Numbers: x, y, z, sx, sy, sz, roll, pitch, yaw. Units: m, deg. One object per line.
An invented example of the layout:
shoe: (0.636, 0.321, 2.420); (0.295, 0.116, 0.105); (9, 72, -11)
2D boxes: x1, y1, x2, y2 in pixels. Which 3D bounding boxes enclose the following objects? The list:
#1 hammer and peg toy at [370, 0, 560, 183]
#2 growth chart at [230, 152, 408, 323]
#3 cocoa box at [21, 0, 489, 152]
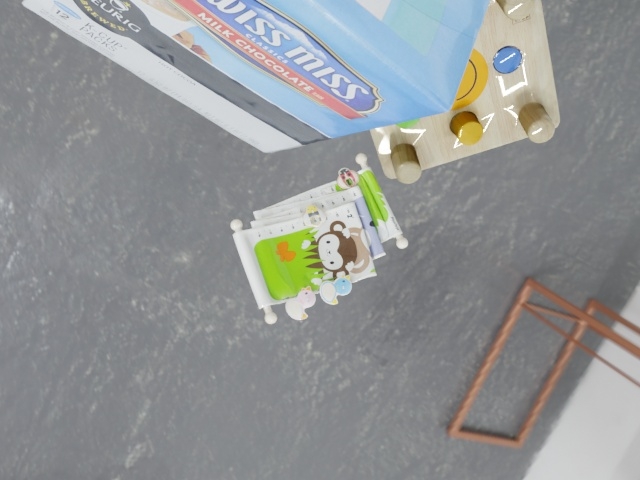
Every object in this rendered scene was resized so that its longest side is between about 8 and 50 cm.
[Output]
hammer and peg toy: (0.163, -0.259, 1.042); (0.265, 0.127, 0.361); (-16, 127, 7)
growth chart: (0.000, 0.000, 1.106); (0.237, 0.021, 0.172); (-27, 77, -16)
cocoa box: (-0.005, -0.272, 0.570); (0.231, 0.228, 0.347); (31, 72, -31)
